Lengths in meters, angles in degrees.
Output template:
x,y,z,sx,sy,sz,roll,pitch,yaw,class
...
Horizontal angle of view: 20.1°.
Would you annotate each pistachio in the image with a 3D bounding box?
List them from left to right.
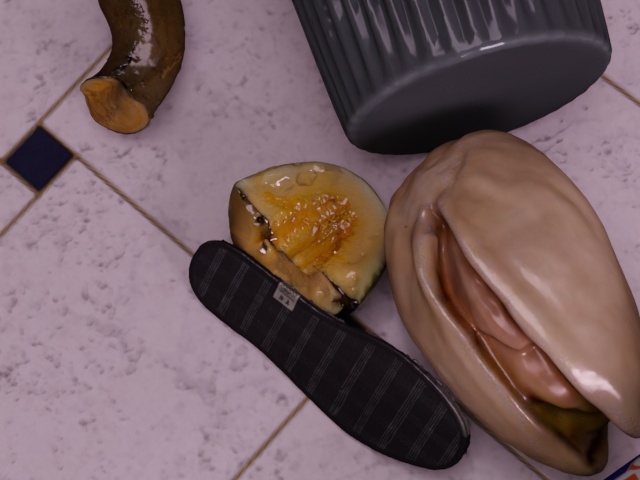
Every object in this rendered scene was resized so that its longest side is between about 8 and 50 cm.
x,y,z,sx,sy,sz,roll,pitch,yaw,class
0.171,0.052,1.542,0.193,0.214,0.318,-39,71,28,pistachio

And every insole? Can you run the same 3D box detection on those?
x,y,z,sx,sy,sz,roll,pitch,yaw,class
0.003,0.101,1.599,0.309,0.110,0.012,38,35,17,insole

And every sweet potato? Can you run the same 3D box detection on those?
x,y,z,sx,sy,sz,roll,pitch,yaw,class
-0.193,-0.239,1.730,0.112,0.085,0.286,-17,70,5,sweet potato

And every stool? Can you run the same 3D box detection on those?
x,y,z,sx,sy,sz,roll,pitch,yaw,class
0.097,-0.274,1.610,0.297,0.297,0.330,-17,74,0,stool

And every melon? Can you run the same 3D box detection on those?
x,y,z,sx,sy,sz,roll,pitch,yaw,class
0.000,0.000,1.642,0.128,0.079,0.160,-37,71,-26,melon

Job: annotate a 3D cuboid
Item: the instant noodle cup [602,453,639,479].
x,y,z,sx,sy,sz,roll,pitch,yaw,class
0.257,0.301,1.425,0.312,0.284,0.284,-30,71,4,instant noodle cup
